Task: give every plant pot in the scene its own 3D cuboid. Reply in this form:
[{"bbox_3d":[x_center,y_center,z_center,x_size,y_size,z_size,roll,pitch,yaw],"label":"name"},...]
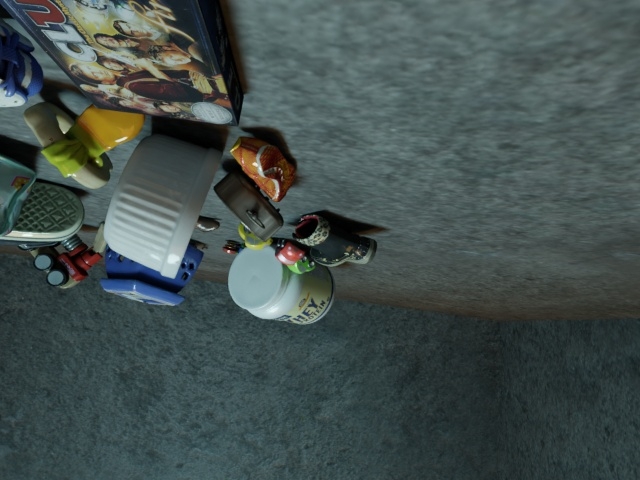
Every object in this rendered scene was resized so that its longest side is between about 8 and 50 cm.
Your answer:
[{"bbox_3d":[-0.577,0.096,1.364,0.235,0.212,0.236,-2,158,33],"label":"plant pot"}]

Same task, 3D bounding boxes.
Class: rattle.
[{"bbox_3d":[-0.310,-0.156,0.586,0.130,0.143,0.199,41,179,-5],"label":"rattle"}]

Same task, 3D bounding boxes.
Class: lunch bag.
[{"bbox_3d":[-0.666,-0.110,0.701,0.262,0.160,0.223,26,166,-35],"label":"lunch bag"}]

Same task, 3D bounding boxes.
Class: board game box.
[{"bbox_3d":[-0.167,-0.185,0.347,0.164,0.042,0.243,7,167,0],"label":"board game box"}]

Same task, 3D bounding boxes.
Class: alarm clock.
[{"bbox_3d":[-0.115,-0.056,0.681,0.129,0.064,0.192,48,-177,-23],"label":"alarm clock"}]

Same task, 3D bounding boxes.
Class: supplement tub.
[{"bbox_3d":[-0.117,0.143,1.314,0.235,0.236,0.324,0,166,29],"label":"supplement tub"}]

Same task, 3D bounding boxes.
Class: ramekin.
[{"bbox_3d":[-0.233,-0.057,0.602,0.109,0.207,0.207,21,163,-18],"label":"ramekin"}]

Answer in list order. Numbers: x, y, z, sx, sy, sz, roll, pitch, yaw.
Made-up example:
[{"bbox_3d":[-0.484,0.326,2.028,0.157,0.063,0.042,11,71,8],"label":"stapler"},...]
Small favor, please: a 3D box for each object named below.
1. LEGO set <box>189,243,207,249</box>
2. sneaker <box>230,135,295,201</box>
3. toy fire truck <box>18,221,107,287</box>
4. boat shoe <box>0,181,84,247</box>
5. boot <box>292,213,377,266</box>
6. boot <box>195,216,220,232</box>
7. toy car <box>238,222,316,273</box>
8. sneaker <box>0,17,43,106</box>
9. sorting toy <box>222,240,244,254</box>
[{"bbox_3d":[-0.454,0.022,1.472,0.083,0.024,0.054,-4,171,-10],"label":"LEGO set"},{"bbox_3d":[-0.083,-0.111,0.624,0.067,0.064,0.175,27,168,15],"label":"sneaker"},{"bbox_3d":[-0.801,0.007,1.310,0.217,0.246,0.158,54,166,-5],"label":"toy fire truck"},{"bbox_3d":[-0.798,-0.076,0.875,0.499,0.187,0.156,8,162,-29],"label":"boat shoe"},{"bbox_3d":[0.001,-0.002,0.988,0.178,0.085,0.236,24,165,-32],"label":"boot"},{"bbox_3d":[-0.323,-0.057,1.020,0.106,0.037,0.114,3,162,10],"label":"boot"},{"bbox_3d":[-0.092,0.041,1.069,0.239,0.053,0.225,21,169,40],"label":"toy car"},{"bbox_3d":[-0.298,-0.172,0.331,0.130,0.112,0.296,11,-175,-42],"label":"sneaker"},{"bbox_3d":[-0.280,0.023,1.344,0.061,0.042,0.102,19,-176,19],"label":"sorting toy"}]
